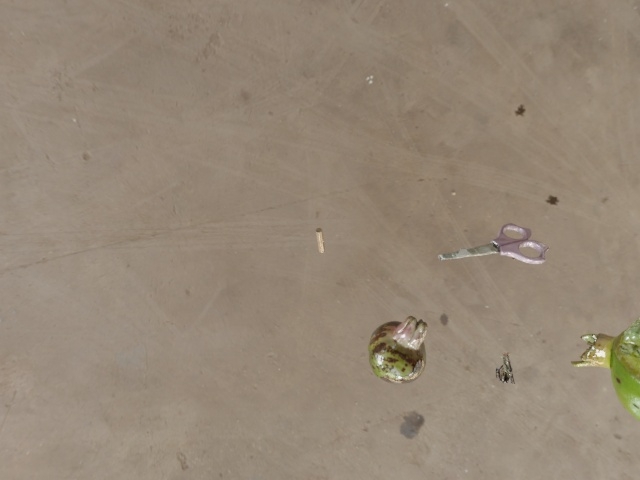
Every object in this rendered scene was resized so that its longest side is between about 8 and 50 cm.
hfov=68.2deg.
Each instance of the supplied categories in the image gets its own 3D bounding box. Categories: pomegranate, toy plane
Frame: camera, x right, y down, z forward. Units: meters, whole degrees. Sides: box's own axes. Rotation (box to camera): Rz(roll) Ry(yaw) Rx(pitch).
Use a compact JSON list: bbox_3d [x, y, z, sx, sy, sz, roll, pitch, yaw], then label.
[{"bbox_3d":[0.159,0.221,0.990,0.126,0.138,0.163,4,123,15],"label":"pomegranate"},{"bbox_3d":[0.550,0.381,1.403,0.031,0.049,0.120,38,38,-15],"label":"toy plane"},{"bbox_3d":[0.728,0.275,1.020,0.261,0.341,0.260,-3,95,-35],"label":"pomegranate"}]

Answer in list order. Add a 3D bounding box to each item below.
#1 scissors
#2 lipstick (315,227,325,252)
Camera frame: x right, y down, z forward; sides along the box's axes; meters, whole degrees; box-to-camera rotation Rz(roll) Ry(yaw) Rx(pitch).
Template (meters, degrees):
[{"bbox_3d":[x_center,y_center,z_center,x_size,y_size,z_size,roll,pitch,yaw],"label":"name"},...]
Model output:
[{"bbox_3d":[0.318,0.014,0.884,0.212,0.110,0.021,-8,132,-14],"label":"scissors"},{"bbox_3d":[0.000,0.000,1.288,0.019,0.094,0.019,-3,54,4],"label":"lipstick"}]
